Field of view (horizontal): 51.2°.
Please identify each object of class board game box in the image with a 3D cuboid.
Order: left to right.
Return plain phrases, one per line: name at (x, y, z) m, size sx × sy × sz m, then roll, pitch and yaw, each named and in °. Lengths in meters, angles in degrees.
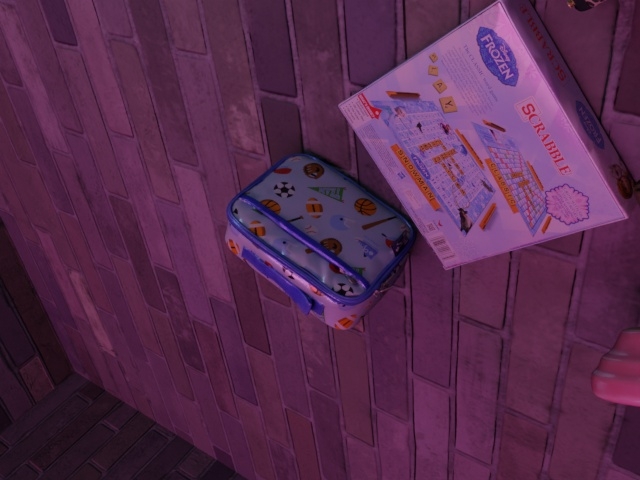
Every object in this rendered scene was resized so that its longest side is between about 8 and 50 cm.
board game box at (0.223, -0.132, 0.945) m, size 0.318 × 0.066 × 0.319 m, roll -21°, pitch 107°, yaw 51°

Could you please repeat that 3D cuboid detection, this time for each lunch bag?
lunch bag at (0.000, 0.000, 1.129) m, size 0.303 × 0.243 × 0.115 m, roll 35°, pitch 141°, yaw 16°

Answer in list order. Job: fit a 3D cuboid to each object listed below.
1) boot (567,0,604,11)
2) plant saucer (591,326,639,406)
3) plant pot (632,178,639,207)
boot at (0.237, -0.327, 0.746) m, size 0.236 × 0.085 × 0.179 m, roll -19°, pitch 111°, yaw 49°
plant saucer at (0.490, 0.137, 0.777) m, size 0.332 × 0.332 × 0.084 m, roll -11°, pitch 79°, yaw 47°
plant pot at (0.455, -0.017, 0.765) m, size 0.167 × 0.167 × 0.165 m, roll -26°, pitch 95°, yaw 51°
